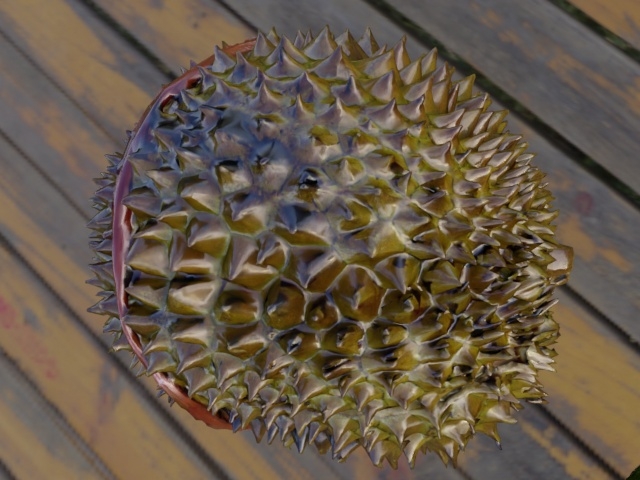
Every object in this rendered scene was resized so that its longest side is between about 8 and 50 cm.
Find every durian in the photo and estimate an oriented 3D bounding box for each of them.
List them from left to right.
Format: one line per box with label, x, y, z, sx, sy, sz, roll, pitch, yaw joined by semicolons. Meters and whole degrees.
durian;0.000;0.005;1.043;0.384;0.347;0.347;1;85;13

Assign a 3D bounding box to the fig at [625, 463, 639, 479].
fig;0.175;0.183;0.444;0.203;0.235;0.203;11;127;15
